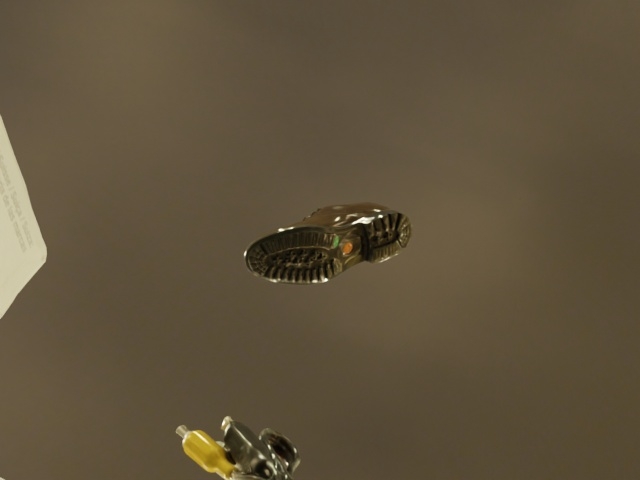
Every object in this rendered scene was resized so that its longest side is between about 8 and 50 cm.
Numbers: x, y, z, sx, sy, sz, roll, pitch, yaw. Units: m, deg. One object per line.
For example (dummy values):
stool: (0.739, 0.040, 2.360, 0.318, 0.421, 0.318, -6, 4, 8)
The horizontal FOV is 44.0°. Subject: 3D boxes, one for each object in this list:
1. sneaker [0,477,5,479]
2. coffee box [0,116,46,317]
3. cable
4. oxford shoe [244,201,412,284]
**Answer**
sneaker: (-0.573, 0.453, 1.263, 0.210, 0.366, 0.137, -9, -132, 24)
coffee box: (-0.351, -0.038, 0.234, 0.334, 0.338, 0.338, 1, -56, 12)
cable: (-0.060, 0.279, 0.890, 0.139, 0.287, 0.072, 22, -85, -30)
oxford shoe: (0.000, 0.000, 1.046, 0.227, 0.096, 0.083, -11, -63, -24)
